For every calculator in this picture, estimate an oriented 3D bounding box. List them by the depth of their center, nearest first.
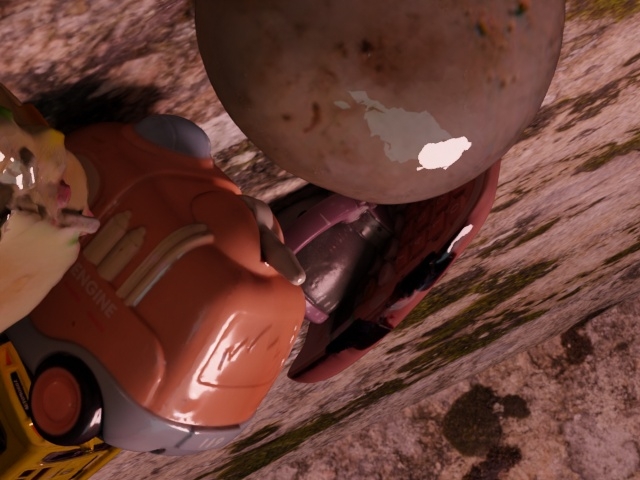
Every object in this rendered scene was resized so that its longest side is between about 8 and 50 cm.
[{"bbox_3d":[0.086,0.009,1.556,0.330,0.048,0.220,-47,-165,35],"label":"calculator"}]

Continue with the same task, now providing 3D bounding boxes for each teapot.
[{"bbox_3d":[-0.003,-0.005,1.518,0.146,0.116,0.148,-42,136,6],"label":"teapot"}]

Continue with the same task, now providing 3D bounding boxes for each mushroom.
[{"bbox_3d":[0.024,-0.149,0.973,0.243,0.243,0.243,-25,164,-8],"label":"mushroom"}]

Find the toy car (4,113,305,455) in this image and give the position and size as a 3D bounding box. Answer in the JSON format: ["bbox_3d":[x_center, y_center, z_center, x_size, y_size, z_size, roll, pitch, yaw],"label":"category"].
[{"bbox_3d":[-0.132,0.022,1.147,0.212,0.270,0.180,-53,150,18],"label":"toy car"}]

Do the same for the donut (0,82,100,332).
[{"bbox_3d":[-0.329,0.016,0.964,0.371,0.150,0.307,-23,164,-11],"label":"donut"}]

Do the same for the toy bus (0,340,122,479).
[{"bbox_3d":[-0.284,0.181,1.551,0.151,0.145,0.331,-10,157,-42],"label":"toy bus"}]
